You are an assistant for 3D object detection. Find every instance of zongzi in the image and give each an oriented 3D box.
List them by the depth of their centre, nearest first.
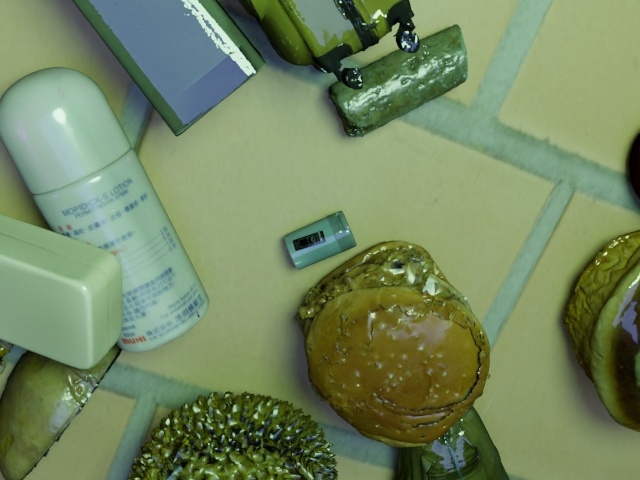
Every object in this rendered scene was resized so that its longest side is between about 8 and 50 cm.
[{"bbox_3d":[0.131,0.360,1.102,0.275,0.125,0.250,-24,113,8],"label":"zongzi"}]

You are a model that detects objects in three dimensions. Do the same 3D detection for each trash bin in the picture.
[{"bbox_3d":[-0.180,-0.254,0.810,0.122,0.164,0.240,-36,108,6],"label":"trash bin"}]

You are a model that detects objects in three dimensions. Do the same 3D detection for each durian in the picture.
[{"bbox_3d":[-0.114,0.318,1.002,0.293,0.258,0.258,-16,112,-12],"label":"durian"}]

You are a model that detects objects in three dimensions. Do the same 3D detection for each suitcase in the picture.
[{"bbox_3d":[-0.017,-0.282,0.797,0.143,0.194,0.234,-34,112,3],"label":"suitcase"}]

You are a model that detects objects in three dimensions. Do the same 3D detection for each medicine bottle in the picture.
[{"bbox_3d":[-0.259,-0.039,0.893,0.130,0.130,0.340,-23,113,2],"label":"medicine bottle"}]

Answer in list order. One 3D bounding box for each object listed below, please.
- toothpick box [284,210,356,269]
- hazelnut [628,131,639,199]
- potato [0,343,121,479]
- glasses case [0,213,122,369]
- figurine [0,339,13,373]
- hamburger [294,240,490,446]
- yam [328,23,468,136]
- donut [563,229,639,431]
[{"bbox_3d":[0.000,0.000,0.983,0.083,0.052,0.052,-24,112,3],"label":"toothpick box"},{"bbox_3d":[0.504,-0.102,0.967,0.202,0.161,0.170,2,100,32],"label":"hazelnut"},{"bbox_3d":[-0.380,0.219,0.987,0.100,0.120,0.261,38,101,-12],"label":"potato"},{"bbox_3d":[-0.379,0.038,0.866,0.313,0.070,0.131,18,125,12],"label":"glasses case"},{"bbox_3d":[-0.471,0.175,0.987,0.101,0.068,0.143,18,95,-17],"label":"figurine"},{"bbox_3d":[0.088,0.120,0.963,0.245,0.211,0.260,11,113,-5],"label":"hamburger"},{"bbox_3d":[0.099,-0.192,0.912,0.179,0.078,0.078,-26,112,-1],"label":"yam"},{"bbox_3d":[0.501,0.120,1.041,0.330,0.160,0.329,-3,106,-9],"label":"donut"}]
